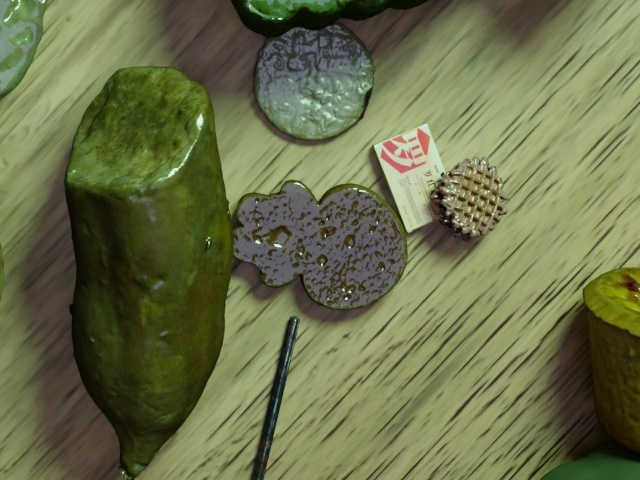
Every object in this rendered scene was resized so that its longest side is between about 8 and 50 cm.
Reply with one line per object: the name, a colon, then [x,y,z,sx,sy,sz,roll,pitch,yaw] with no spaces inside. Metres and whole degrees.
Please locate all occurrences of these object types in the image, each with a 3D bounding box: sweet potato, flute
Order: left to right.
sweet potato: [-0.154,0.034,0.954,0.157,0.158,0.370,-2,109,-6]
flute: [-0.055,0.205,1.054,0.014,0.014,0.270,12,97,-8]

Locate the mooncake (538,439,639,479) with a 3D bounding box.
mooncake: [0.323,0.368,1.032,0.351,0.187,0.351,-2,106,-5]

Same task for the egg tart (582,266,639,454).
egg tart: [0.342,0.122,1.002,0.202,0.202,0.147,1,107,-7]

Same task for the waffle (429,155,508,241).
waffle: [0.147,-0.041,1.024,0.083,0.029,0.075,-33,104,-28]

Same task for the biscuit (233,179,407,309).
biscuit: [0.000,0.000,1.024,0.175,0.026,0.124,15,95,-9]

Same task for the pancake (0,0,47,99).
pancake: [-0.355,-0.229,0.942,0.241,0.050,0.242,-1,95,-15]

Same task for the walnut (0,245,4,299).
walnut: [-0.418,0.006,0.851,0.332,0.333,0.333,-1,98,-6]

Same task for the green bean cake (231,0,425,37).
green bean cake: [0.019,-0.319,0.913,0.247,0.156,0.250,-14,97,-1]

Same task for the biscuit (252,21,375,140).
biscuit: [-0.006,-0.154,1.006,0.120,0.015,0.120,-1,99,-6]

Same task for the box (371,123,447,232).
box: [0.093,-0.061,1.030,0.058,0.015,0.093,-23,101,-5]
